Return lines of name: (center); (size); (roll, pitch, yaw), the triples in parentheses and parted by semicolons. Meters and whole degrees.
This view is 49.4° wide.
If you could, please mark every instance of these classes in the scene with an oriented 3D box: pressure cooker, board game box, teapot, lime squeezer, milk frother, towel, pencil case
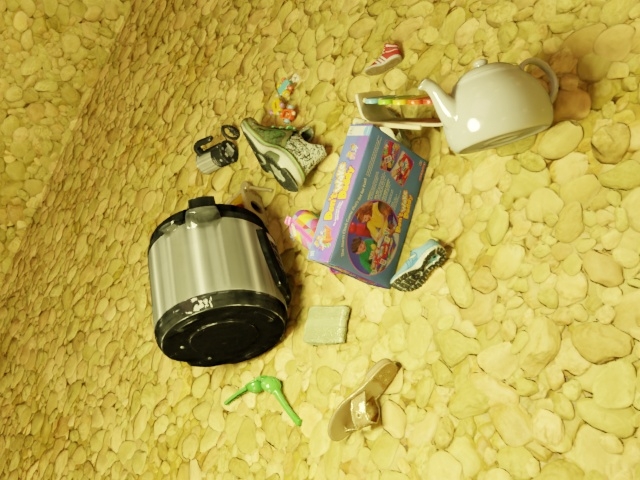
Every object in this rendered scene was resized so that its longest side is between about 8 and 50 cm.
pressure cooker: (-0.298, 0.095, 1.948); (0.370, 0.376, 0.420); (-39, 49, 29)
board game box: (0.123, -0.080, 1.711); (0.078, 0.233, 0.347); (9, 78, 47)
teapot: (0.382, -0.310, 1.534); (0.253, 0.256, 0.187); (-16, 86, 27)
lime squeezer: (-0.157, 0.420, 1.906); (0.310, 0.059, 0.109); (0, 102, 44)
milk frother: (-0.352, -0.318, 2.415); (0.135, 0.129, 0.143); (-17, 17, 39)
towel: (0.014, 0.223, 1.832); (0.148, 0.027, 0.110); (-7, 68, 43)
pencil case: (0.000, 0.000, 1.898); (0.236, 0.104, 0.104); (38, 99, 46)

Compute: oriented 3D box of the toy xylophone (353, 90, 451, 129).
toy xylophone: (0.225, -0.328, 1.727); (0.323, 0.236, 0.081); (6, 108, 32)

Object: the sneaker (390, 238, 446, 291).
sneaker: (0.233, 0.059, 1.679); (0.162, 0.063, 0.073); (-42, 29, 18)

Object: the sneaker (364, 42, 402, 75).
sneaker: (0.178, -0.523, 2.005); (0.118, 0.042, 0.067); (-19, 63, 30)

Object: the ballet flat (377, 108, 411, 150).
ballet flat: (0.178, -0.308, 1.884); (0.072, 0.068, 0.213); (-46, 45, 19)

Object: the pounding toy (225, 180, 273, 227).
pounding toy: (-0.239, -0.116, 2.193); (0.181, 0.094, 0.206); (-40, 48, 25)

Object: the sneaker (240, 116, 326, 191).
sneaker: (-0.106, -0.293, 2.151); (0.182, 0.158, 0.410); (-32, 41, -10)

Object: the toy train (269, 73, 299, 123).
toy train: (-0.102, -0.451, 2.253); (0.125, 0.046, 0.166); (3, 77, 44)

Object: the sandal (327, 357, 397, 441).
sandal: (0.108, 0.389, 1.615); (0.240, 0.088, 0.079); (-54, 37, 4)
